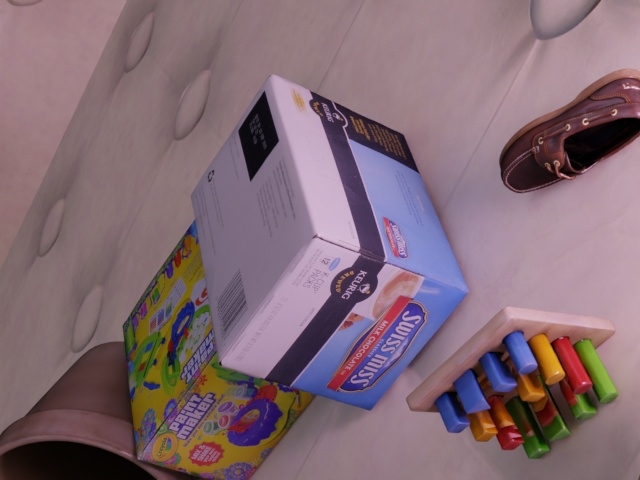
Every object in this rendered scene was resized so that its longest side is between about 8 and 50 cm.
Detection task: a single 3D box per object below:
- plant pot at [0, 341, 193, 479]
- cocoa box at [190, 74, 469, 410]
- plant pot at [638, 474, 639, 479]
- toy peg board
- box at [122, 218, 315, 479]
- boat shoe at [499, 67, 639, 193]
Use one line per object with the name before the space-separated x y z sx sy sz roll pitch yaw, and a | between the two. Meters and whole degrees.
plant pot | -0.325 0.318 1.931 0.323 0.323 0.280 -47 17 35
cocoa box | 0.000 0.000 1.602 0.231 0.228 0.347 -53 31 27
plant pot | 0.325 0.215 0.890 0.254 0.254 0.239 -37 25 45
toy peg board | 0.201 0.149 1.234 0.161 0.160 0.079 -48 49 34
box | -0.135 0.143 1.799 0.290 0.177 0.279 -53 31 26
boat shoe | 0.272 -0.105 1.359 0.207 0.073 0.073 -40 37 43
